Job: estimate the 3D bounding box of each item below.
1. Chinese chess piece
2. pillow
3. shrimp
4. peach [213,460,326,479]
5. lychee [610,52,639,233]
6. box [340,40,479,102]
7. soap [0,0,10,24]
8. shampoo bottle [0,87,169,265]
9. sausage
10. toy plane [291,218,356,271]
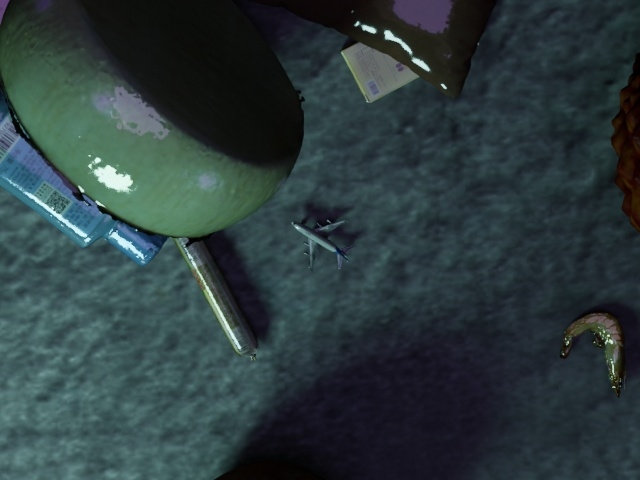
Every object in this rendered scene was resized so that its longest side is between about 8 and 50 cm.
[{"bbox_3d":[-0.179,-0.165,1.725,0.349,0.349,0.146,42,118,-14],"label":"Chinese chess piece"},{"bbox_3d":[0.084,-0.353,1.804,0.307,0.108,0.305,24,100,-6],"label":"pillow"},{"bbox_3d":[0.340,0.145,2.015,0.083,0.023,0.114,-12,101,3],"label":"shrimp"},{"bbox_3d":[-0.051,0.391,1.953,0.252,0.252,0.253,-1,106,-3],"label":"peach"},{"bbox_3d":[0.514,-0.115,1.747,0.424,0.424,0.500,-41,113,8],"label":"lychee"},{"bbox_3d":[0.104,-0.225,1.893,0.149,0.020,0.073,-27,105,4],"label":"box"},{"bbox_3d":[-0.409,-0.348,1.793,0.259,0.081,0.181,33,102,-12],"label":"soap"},{"bbox_3d":[-0.293,-0.064,1.893,0.258,0.061,0.104,38,100,-13],"label":"shampoo bottle"},{"bbox_3d":[-0.140,0.033,1.946,0.032,0.033,0.269,-27,106,4],"label":"sausage"},{"bbox_3d":[0.001,0.000,1.950,0.084,0.024,0.078,34,102,-6],"label":"toy plane"}]
